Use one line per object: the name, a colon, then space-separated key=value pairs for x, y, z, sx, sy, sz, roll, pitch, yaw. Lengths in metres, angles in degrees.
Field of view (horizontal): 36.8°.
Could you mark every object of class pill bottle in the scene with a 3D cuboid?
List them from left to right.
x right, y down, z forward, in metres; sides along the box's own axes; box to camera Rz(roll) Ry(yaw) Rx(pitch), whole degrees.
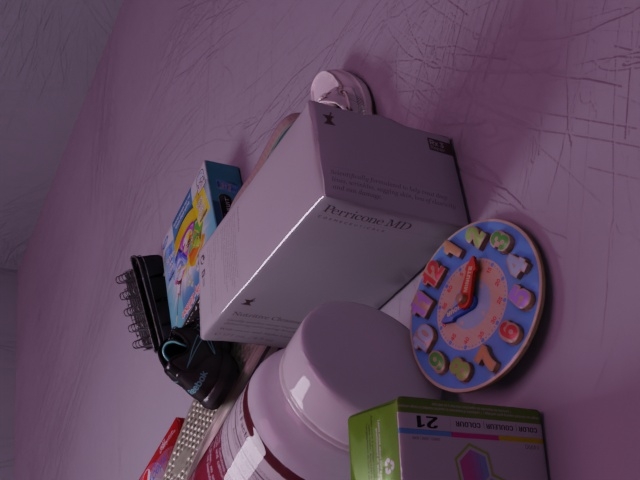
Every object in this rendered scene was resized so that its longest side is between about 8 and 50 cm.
pill bottle: x=-0.022 y=0.275 z=1.231 sx=0.392 sy=0.224 sz=0.224 roll=-59 pitch=33 yaw=34

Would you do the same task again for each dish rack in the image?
dish rack: x=-0.384 y=0.144 z=2.089 sx=0.271 sy=0.074 sz=0.208 roll=-21 pitch=82 yaw=60

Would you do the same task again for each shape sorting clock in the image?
shape sorting clock: x=0.173 y=0.072 z=1.103 sx=0.206 sy=0.040 sz=0.206 roll=-38 pitch=40 yaw=42

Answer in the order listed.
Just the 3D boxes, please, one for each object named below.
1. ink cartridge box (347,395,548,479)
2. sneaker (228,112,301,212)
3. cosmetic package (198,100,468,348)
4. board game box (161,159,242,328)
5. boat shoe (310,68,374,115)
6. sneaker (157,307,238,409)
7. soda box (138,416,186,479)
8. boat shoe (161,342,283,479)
ink cartridge box: x=0.135 y=0.297 z=0.959 sx=0.097 sy=0.189 sz=0.255 roll=-35 pitch=52 yaw=52
sneaker: x=-0.073 y=-0.057 z=1.582 sx=0.302 sy=0.108 sz=0.121 roll=-66 pitch=26 yaw=23
cosmetic package: x=0.000 y=0.000 z=1.307 sx=0.385 sy=0.217 sz=0.156 roll=-48 pitch=39 yaw=49
board game box: x=-0.216 y=0.052 z=1.855 sx=0.254 sy=0.079 sz=0.336 roll=-57 pitch=34 yaw=37
boat shoe: x=0.023 y=-0.185 z=1.455 sx=0.098 sy=0.096 sz=0.277 roll=-64 pitch=30 yaw=29
sneaker: x=-0.192 y=0.158 z=1.500 sx=0.101 sy=0.106 sz=0.267 roll=-58 pitch=18 yaw=11
soda box: x=-0.270 y=0.439 z=1.801 sx=0.263 sy=0.092 sz=0.083 roll=-57 pitch=33 yaw=37
boat shoe: x=-0.123 y=0.310 z=1.507 sx=0.187 sy=0.156 sz=0.500 roll=-7 pitch=59 yaw=68
